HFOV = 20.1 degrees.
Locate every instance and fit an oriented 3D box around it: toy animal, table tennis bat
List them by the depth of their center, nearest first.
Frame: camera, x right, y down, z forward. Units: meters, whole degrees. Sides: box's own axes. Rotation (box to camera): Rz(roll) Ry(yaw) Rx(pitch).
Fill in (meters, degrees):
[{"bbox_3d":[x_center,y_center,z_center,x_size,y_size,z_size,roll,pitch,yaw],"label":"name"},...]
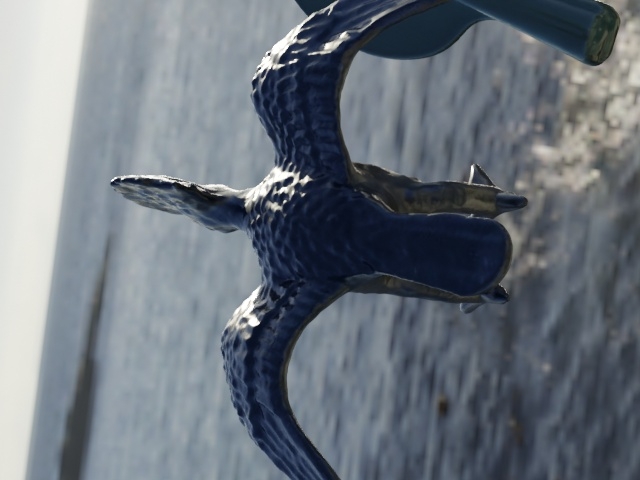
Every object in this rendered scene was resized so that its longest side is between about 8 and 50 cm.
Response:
[{"bbox_3d":[0.000,0.000,0.818,0.255,0.176,0.239,178,98,-77],"label":"toy animal"},{"bbox_3d":[0.071,-0.166,1.091,0.038,0.237,0.149,-41,-31,-48],"label":"table tennis bat"}]
